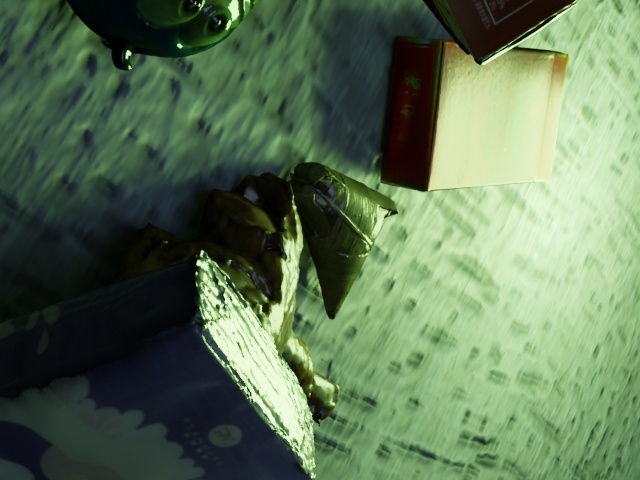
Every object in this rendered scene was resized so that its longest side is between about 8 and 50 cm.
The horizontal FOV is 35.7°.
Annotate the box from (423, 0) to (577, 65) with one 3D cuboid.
[{"bbox_3d":[0.071,-0.415,0.963,0.122,0.344,0.385,-31,134,7],"label":"box"}]

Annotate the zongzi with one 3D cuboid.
[{"bbox_3d":[0.000,0.000,1.234,0.160,0.078,0.176,24,93,-42],"label":"zongzi"}]

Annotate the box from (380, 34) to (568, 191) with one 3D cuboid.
[{"bbox_3d":[0.222,-0.178,1.397,0.313,0.089,0.197,-7,106,-46],"label":"box"}]

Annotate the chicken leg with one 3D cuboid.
[{"bbox_3d":[-0.071,0.078,1.130,0.409,0.182,0.295,42,55,-50],"label":"chicken leg"}]

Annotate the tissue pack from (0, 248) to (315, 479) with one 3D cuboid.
[{"bbox_3d":[-0.204,0.166,0.886,0.125,0.344,0.242,-97,162,-47],"label":"tissue pack"}]

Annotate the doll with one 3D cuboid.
[{"bbox_3d":[-0.131,-0.302,0.905,0.198,0.186,0.322,38,65,-52],"label":"doll"}]
